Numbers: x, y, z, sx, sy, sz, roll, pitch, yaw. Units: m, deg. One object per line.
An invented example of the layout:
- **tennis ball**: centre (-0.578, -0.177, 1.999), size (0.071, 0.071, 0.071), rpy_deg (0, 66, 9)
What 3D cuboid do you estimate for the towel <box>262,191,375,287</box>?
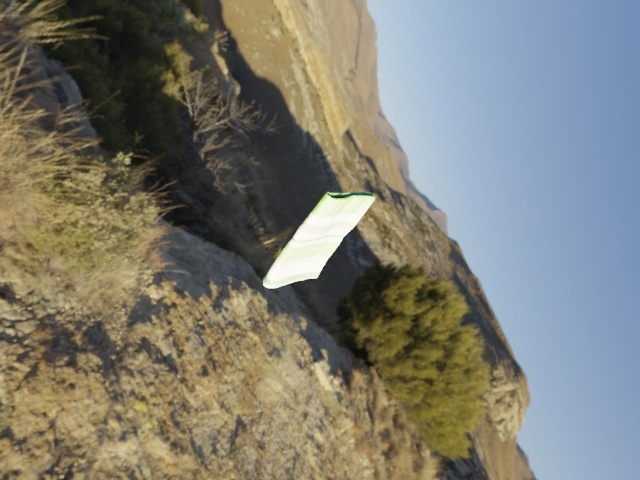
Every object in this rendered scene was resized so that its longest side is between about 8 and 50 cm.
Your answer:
- **towel**: centre (0.000, 0.000, 0.590), size (0.023, 0.152, 0.113), rpy_deg (48, 30, 19)
